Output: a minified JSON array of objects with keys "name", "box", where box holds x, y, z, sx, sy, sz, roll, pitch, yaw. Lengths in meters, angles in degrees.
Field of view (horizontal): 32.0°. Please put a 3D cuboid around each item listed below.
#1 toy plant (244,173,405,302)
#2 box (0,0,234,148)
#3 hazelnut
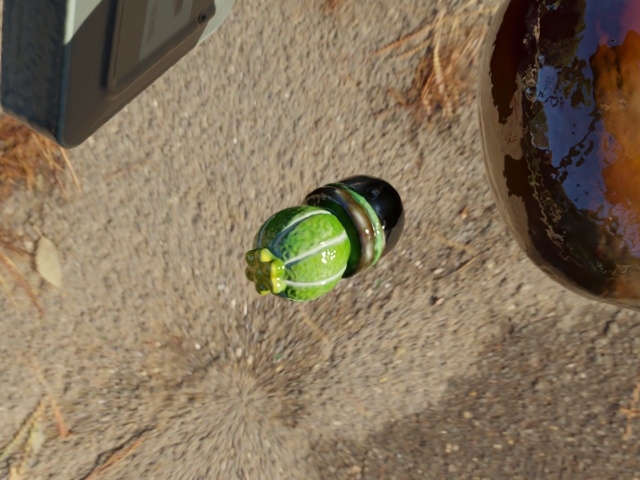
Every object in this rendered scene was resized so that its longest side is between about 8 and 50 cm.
[{"name":"toy plant","box":[0.000,0.000,1.025,0.162,0.093,0.093,-28,84,-36]},{"name":"box","box":[-0.186,-0.339,1.219,0.111,0.396,0.396,30,47,10]},{"name":"hazelnut","box":[0.322,-0.112,1.050,0.366,0.366,0.366,1,82,-4]}]
